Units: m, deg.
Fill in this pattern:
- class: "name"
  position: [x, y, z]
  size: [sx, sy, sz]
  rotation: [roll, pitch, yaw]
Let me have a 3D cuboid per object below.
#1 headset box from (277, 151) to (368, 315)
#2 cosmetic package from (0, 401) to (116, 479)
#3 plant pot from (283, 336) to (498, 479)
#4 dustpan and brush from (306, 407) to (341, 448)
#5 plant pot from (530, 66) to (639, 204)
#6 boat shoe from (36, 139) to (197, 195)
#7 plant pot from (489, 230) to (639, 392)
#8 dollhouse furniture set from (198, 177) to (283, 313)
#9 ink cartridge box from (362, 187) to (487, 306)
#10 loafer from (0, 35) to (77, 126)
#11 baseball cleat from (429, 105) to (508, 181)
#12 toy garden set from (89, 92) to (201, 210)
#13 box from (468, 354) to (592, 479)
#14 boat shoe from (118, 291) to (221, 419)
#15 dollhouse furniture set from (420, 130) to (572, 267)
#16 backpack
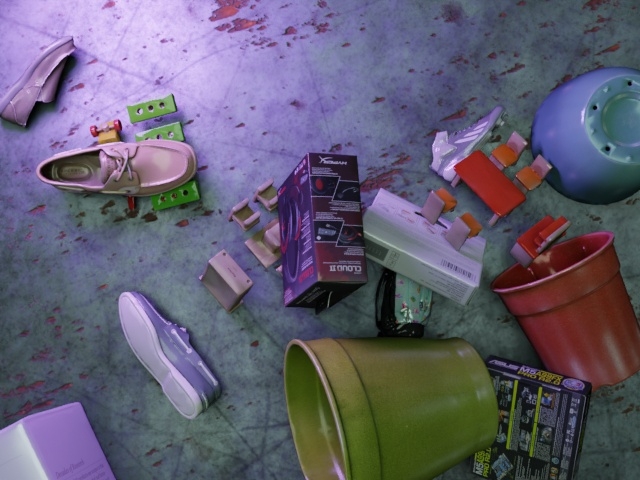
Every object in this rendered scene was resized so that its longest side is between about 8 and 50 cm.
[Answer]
- class: "headset box"
  position: [0.000, 0.000, 1.677]
  size: [0.110, 0.218, 0.293]
  rotation: [2, 73, -19]
- class: "cosmetic package"
  position: [-0.607, 0.591, 1.709]
  size: [0.330, 0.327, 0.393]
  rotation: [-27, 85, 1]
- class: "plant pot"
  position: [0.149, 0.341, 1.672]
  size: [0.353, 0.366, 0.366]
  rotation: [-11, 86, -17]
- class: "dustpan and brush"
  position: [0.083, 0.435, 1.831]
  size: [0.147, 0.060, 0.211]
  rotation: [-37, 79, -13]
- class: "plant pot"
  position: [0.611, -0.232, 1.753]
  size: [0.293, 0.235, 0.292]
  rotation: [0, 87, 3]
- class: "boat shoe"
  position: [-0.439, -0.151, 1.809]
  size: [0.341, 0.110, 0.121]
  rotation: [-7, 92, 7]
- class: "plant pot"
  position: [0.533, 0.158, 1.735]
  size: [0.273, 0.272, 0.265]
  rotation: [-26, 95, 1]
- class: "dollhouse furniture set"
  position: [-0.134, 0.031, 1.840]
  size: [0.242, 0.161, 0.212]
  rotation: [-40, 86, -22]
- class: "ink cartridge box"
  position: [0.213, 0.007, 1.780]
  size: [0.275, 0.239, 0.060]
  rotation: [27, 117, 3]
- class: "loafer"
  position: [-0.631, -0.358, 1.892]
  size: [0.087, 0.094, 0.251]
  rotation: [41, 99, -20]
- class: "baseball cleat"
  position: [0.319, -0.231, 1.847]
  size: [0.109, 0.072, 0.206]
  rotation: [37, 85, 10]
- class: "toy garden set"
  position: [-0.394, -0.186, 1.884]
  size: [0.204, 0.049, 0.244]
  rotation: [-14, 91, 6]
- class: "box"
  position: [0.428, 0.391, 1.721]
  size: [0.216, 0.060, 0.270]
  rotation: [13, 114, 28]
- class: "boat shoe"
  position: [-0.334, 0.241, 1.850]
  size: [0.099, 0.116, 0.319]
  rotation: [-26, 76, -42]
- class: "dollhouse furniture set"
  position: [0.388, -0.081, 1.739]
  size: [0.262, 0.135, 0.259]
  rotation: [-35, 73, -22]
- class: "backpack"
  position: [0.185, 0.125, 1.806]
  size: [0.115, 0.152, 0.181]
  rotation: [8, 76, -8]
